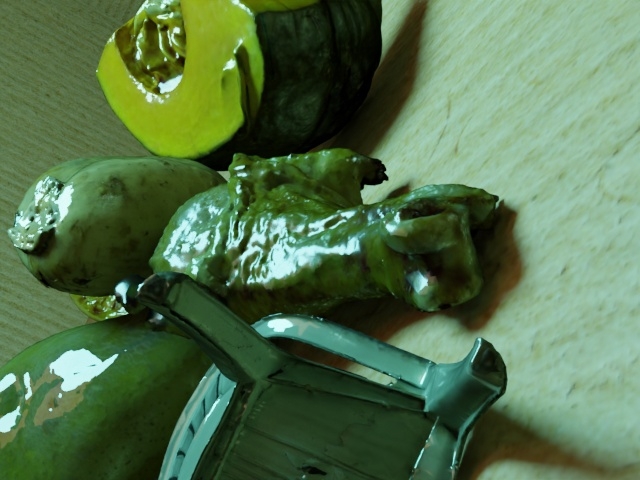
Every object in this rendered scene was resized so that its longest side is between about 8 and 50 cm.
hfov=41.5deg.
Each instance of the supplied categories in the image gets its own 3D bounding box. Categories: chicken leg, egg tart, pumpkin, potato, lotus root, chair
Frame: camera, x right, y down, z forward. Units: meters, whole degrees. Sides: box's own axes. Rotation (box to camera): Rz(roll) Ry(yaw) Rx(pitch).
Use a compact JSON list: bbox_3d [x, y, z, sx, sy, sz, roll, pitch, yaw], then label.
[{"bbox_3d":[0.005,-0.001,0.681,0.361,0.140,0.211,-10,36,43],"label":"chicken leg"},{"bbox_3d":[-0.401,0.057,1.711,0.202,0.203,0.147,-58,7,15],"label":"egg tart"},{"bbox_3d":[-0.088,-0.206,0.967,0.225,0.256,0.303,-25,-10,-43],"label":"pumpkin"},{"bbox_3d":[-0.196,0.165,0.837,0.351,0.202,0.218,-33,-4,9],"label":"potato"},{"bbox_3d":[-0.179,-0.019,0.866,0.160,0.284,0.146,29,107,34],"label":"lotus root"},{"bbox_3d":[-0.030,0.126,0.455,0.274,0.191,0.203,69,-135,-73],"label":"chair"}]
